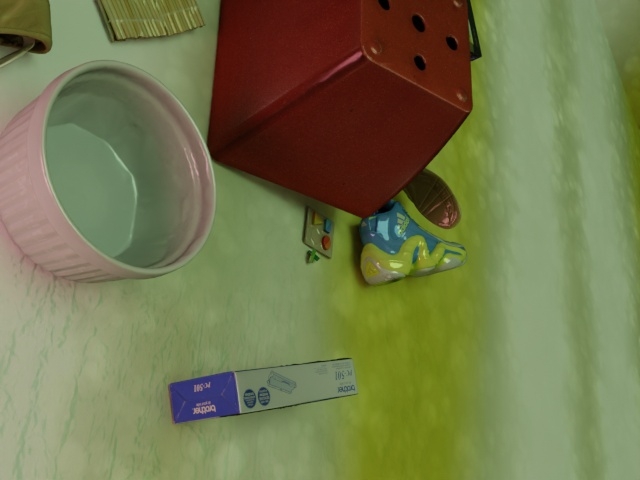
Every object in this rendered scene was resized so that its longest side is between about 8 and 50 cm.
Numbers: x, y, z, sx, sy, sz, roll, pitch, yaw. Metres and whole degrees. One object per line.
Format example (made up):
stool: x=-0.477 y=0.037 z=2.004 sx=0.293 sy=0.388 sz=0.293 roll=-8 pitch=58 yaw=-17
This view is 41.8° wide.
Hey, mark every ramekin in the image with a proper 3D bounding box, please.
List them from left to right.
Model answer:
ramekin: x=-0.209 y=-0.056 z=0.798 sx=0.207 sy=0.109 sz=0.207 roll=26 pitch=56 yaw=-47

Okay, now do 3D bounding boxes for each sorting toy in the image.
sorting toy: x=0.000 y=0.000 z=1.143 sx=0.062 sy=0.012 sz=0.083 roll=34 pitch=50 yaw=-42

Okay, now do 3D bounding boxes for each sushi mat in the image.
sushi mat: x=-0.239 y=-0.384 z=0.965 sx=0.151 sy=0.019 sz=0.316 roll=-28 pitch=99 yaw=-54

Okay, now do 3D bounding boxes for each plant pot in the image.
plant pot: x=0.043 y=-0.219 z=1.053 sx=0.267 sy=0.236 sz=0.267 roll=20 pitch=60 yaw=-35

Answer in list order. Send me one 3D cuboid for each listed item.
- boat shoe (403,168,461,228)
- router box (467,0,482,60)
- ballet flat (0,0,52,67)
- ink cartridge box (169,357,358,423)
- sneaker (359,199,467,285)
boat shoe: x=0.165 y=-0.081 z=1.314 sx=0.170 sy=0.063 sz=0.059 roll=52 pitch=14 yaw=25
router box: x=0.179 y=-0.486 z=1.523 sx=0.243 sy=0.081 sz=0.309 roll=2 pitch=75 yaw=-54
ballet flat: x=-0.320 y=-0.176 z=0.727 sx=0.232 sy=0.080 sz=0.073 roll=-34 pitch=119 yaw=-52
ink cartridge box: x=-0.057 y=0.164 z=0.926 sx=0.207 sy=0.097 sz=0.046 roll=4 pitch=74 yaw=-53
sneaker: x=0.141 y=-0.007 z=1.271 sx=0.240 sy=0.091 sz=0.126 roll=-8 pitch=82 yaw=-54
